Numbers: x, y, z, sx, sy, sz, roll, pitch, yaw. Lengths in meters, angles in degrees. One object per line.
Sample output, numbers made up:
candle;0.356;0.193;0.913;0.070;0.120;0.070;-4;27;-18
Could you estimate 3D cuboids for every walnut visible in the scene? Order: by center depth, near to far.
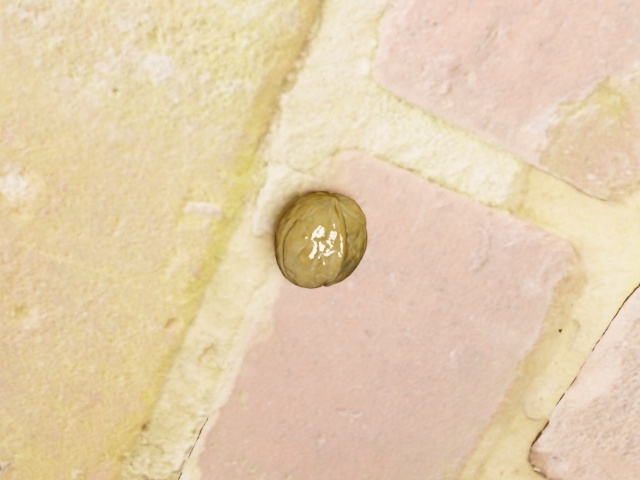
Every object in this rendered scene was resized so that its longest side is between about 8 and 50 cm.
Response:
walnut;0.000;0.000;1.183;0.092;0.092;0.092;-1;118;-1
